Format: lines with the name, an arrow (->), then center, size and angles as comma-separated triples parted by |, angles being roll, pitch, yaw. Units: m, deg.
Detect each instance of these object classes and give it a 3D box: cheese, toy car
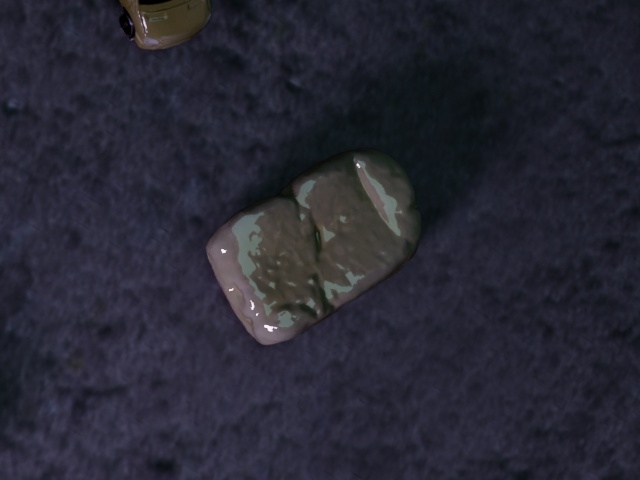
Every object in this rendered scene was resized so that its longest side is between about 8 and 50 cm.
cheese -> -0.001, 0.000, 2.050 | 0.263, 0.093, 0.159 | -30, 93, -24
toy car -> -0.203, -0.350, 2.030 | 0.101, 0.124, 0.257 | -23, 86, -21
